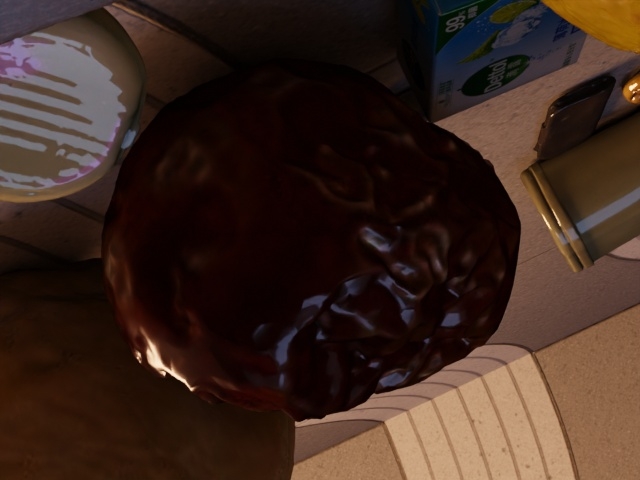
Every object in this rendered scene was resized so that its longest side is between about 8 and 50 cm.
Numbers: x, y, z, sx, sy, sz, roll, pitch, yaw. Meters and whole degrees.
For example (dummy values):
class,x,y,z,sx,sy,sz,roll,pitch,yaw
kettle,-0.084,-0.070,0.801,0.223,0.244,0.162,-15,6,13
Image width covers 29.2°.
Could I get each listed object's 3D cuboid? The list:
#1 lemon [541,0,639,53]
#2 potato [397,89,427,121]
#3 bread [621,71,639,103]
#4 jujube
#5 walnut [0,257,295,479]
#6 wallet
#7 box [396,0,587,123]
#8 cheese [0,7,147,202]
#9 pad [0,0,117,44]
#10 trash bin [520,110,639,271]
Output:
class,x,y,z,sx,sy,sz,roll,pitch,yaw
lemon,0.195,-0.215,0.573,0.293,0.293,0.293,-22,163,-7
potato,0.086,-0.117,1.123,0.093,0.036,0.037,-26,160,6
bread,0.382,-0.181,1.345,0.110,0.024,0.110,-21,162,-7
jujube,-0.002,-0.001,0.944,0.276,0.276,0.377,-31,161,22
walnut,-0.213,0.186,1.101,0.384,0.383,0.383,-22,163,-7
wallet,0.281,-0.133,1.366,0.082,0.018,0.156,-24,164,-2
box,0.134,-0.179,0.933,0.139,0.073,0.194,-23,164,-4
cheese,-0.210,-0.095,0.701,0.227,0.064,0.137,13,111,-39
pad,-0.199,-0.151,0.595,0.266,0.002,0.176,-22,144,-7
trash bin,0.387,-0.078,1.520,0.247,0.121,0.243,-31,163,11
